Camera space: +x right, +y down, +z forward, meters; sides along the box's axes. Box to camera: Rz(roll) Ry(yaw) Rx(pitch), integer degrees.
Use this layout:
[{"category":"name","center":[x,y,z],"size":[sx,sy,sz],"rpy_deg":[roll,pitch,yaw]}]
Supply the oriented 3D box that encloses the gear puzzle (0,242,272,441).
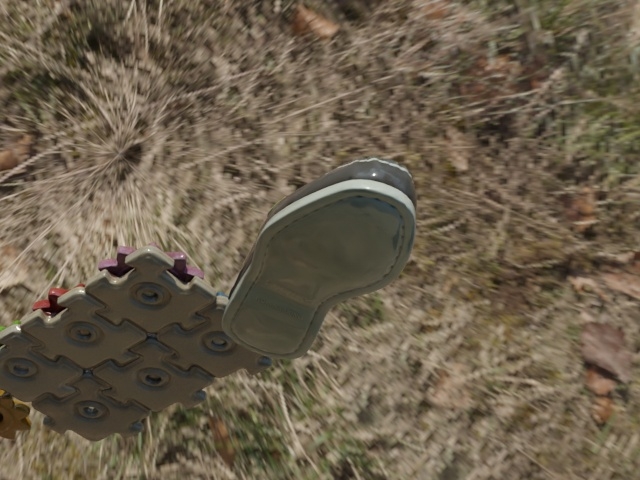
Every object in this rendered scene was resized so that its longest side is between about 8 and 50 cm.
[{"category":"gear puzzle","center":[-0.199,0.102,1.302],"size":[0.339,0.044,0.175],"rpy_deg":[-29,130,32]}]

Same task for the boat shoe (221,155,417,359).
[{"category":"boat shoe","center":[0.000,0.000,0.930],"size":[0.081,0.228,0.068],"rpy_deg":[27,58,-10]}]
